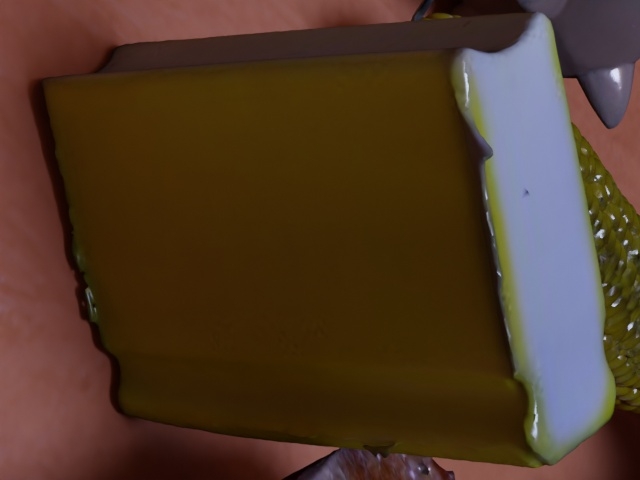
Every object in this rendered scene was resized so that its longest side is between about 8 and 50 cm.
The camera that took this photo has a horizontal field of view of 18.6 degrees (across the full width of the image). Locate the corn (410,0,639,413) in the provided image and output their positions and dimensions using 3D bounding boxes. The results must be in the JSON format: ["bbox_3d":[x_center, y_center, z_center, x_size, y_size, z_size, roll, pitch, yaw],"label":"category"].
[{"bbox_3d":[0.106,-0.003,0.978,0.310,0.101,0.101,48,53,-43],"label":"corn"}]

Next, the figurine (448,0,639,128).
[{"bbox_3d":[0.122,-0.140,0.997,0.125,0.125,0.138,38,45,-42],"label":"figurine"}]

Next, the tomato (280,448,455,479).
[{"bbox_3d":[-0.010,0.253,0.760,0.338,0.143,0.338,37,43,-44],"label":"tomato"}]

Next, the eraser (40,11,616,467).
[{"bbox_3d":[0.000,0.000,0.751,0.069,0.226,0.158,-25,109,-46],"label":"eraser"}]
